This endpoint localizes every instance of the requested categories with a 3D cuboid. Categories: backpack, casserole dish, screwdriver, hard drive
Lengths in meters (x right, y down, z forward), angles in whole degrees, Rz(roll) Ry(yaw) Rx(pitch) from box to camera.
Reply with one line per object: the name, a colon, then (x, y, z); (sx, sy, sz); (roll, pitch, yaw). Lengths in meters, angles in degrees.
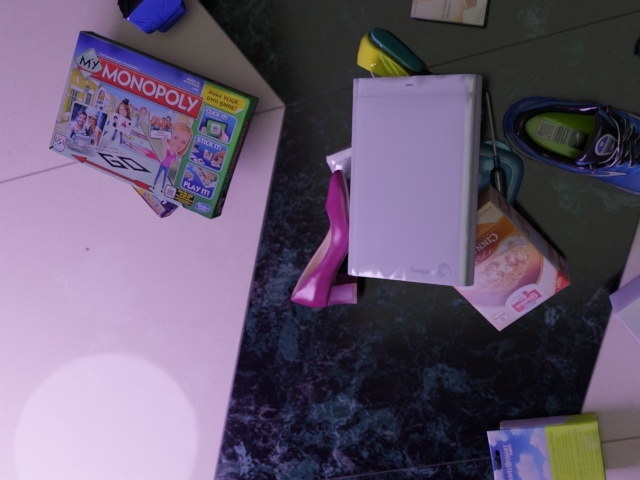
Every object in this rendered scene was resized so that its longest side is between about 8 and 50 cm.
backpack: (-0.284, -0.409, 1.383); (0.098, 0.101, 0.120); (-37, 58, 14)
casserole dish: (0.254, -0.070, 1.344); (0.114, 0.037, 0.188); (20, 106, 10)
screwdriver: (0.272, -0.144, 1.294); (0.025, 0.024, 0.170); (3, 102, 43)
hard drive: (0.140, -0.093, 1.271); (0.203, 0.040, 0.307); (5, 96, 32)

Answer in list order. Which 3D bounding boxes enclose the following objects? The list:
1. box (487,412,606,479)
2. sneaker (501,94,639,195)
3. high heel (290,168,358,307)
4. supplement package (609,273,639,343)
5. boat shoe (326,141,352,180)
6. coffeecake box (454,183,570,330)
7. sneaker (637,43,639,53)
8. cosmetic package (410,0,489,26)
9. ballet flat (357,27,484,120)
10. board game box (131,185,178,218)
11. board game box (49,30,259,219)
box: (0.375, 0.351, 1.391); (0.178, 0.042, 0.109); (-8, 98, 16)
sneaker: (0.429, -0.132, 1.230); (0.330, 0.147, 0.130); (12, 103, 11)
high heel: (0.000, 0.000, 1.389); (0.117, 0.082, 0.244); (-1, 119, 6)
supplement package: (0.542, 0.135, 1.275); (0.105, 0.105, 0.179); (-40, 90, 18)
boat shoe: (0.100, -0.139, 1.357); (0.184, 0.066, 0.063); (-18, 106, 16)
coffeecake box: (0.273, 0.029, 1.309); (0.185, 0.068, 0.142); (43, 118, -12)
sneaker: (0.519, -0.324, 1.200); (0.126, 0.091, 0.240); (-8, 99, 16)
cosmetic package: (0.201, -0.367, 1.297); (0.115, 0.041, 0.060); (9, 103, 12)
ballet flat: (0.152, -0.243, 1.325); (0.231, 0.077, 0.077); (39, 128, 7)
board game box: (-0.279, -0.148, 1.457); (0.141, 0.048, 0.170); (-41, 89, 19)
board game box: (-0.283, -0.194, 1.399); (0.317, 0.046, 0.213); (23, 107, 9)
